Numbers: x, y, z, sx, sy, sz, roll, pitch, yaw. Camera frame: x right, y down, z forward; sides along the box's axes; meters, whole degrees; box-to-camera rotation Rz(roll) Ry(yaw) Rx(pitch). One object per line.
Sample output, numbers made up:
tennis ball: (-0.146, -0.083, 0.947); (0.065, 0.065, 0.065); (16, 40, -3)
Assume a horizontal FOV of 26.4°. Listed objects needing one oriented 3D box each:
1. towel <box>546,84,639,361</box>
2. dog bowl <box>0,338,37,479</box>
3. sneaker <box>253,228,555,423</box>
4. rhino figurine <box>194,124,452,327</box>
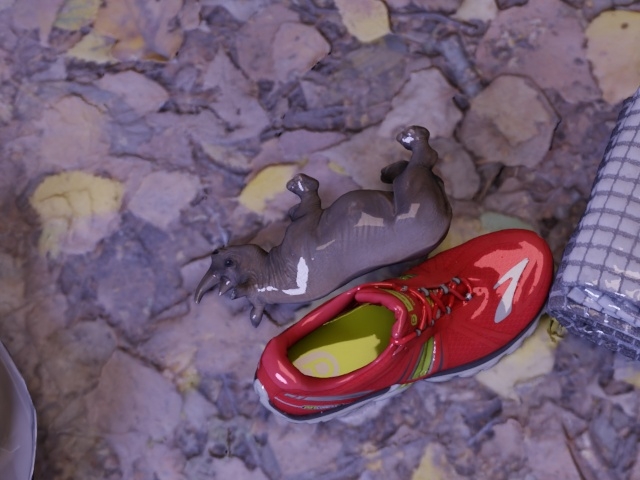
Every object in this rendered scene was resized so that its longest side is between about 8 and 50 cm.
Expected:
towel: (0.354, 0.014, 1.134); (0.284, 0.121, 0.235); (25, 64, 5)
dog bowl: (-0.389, 0.176, 1.085); (0.349, 0.102, 0.348); (0, 69, 0)
sneaker: (0.076, 0.068, 1.114); (0.279, 0.118, 0.107); (-27, 72, -9)
rhino figurine: (0.000, 0.000, 1.155); (0.243, 0.073, 0.106); (-25, 55, 6)
